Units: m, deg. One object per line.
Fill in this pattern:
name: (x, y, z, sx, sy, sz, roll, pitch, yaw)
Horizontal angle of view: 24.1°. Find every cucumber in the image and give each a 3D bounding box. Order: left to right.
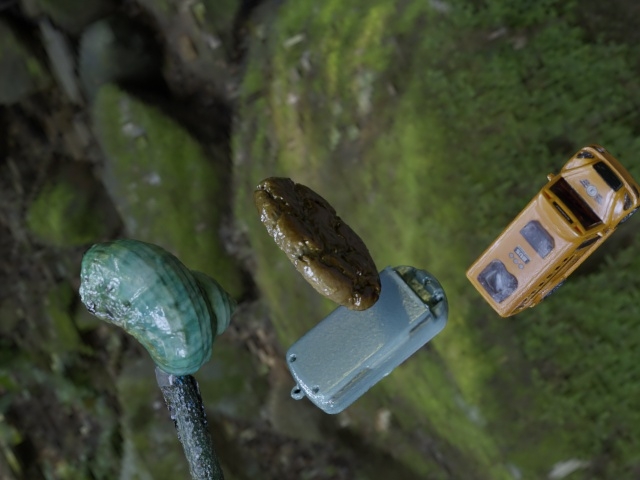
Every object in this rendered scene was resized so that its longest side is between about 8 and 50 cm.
cucumber: (-0.159, 0.260, 1.934, 0.043, 0.044, 0.256, 10, 126, 40)

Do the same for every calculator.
calculator: (0.058, 0.128, 1.974, 0.045, 0.246, 0.141, 52, 177, -39)

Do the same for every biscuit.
biscuit: (0.000, 0.000, 1.918, 0.226, 0.042, 0.226, 42, -162, -18)

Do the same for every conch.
conch: (-0.189, 0.077, 1.812, 0.188, 0.122, 0.176, 38, -166, -51)

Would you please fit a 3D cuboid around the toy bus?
toy bus: (0.237, -0.007, 1.528, 0.083, 0.088, 0.194, 50, 131, 14)
